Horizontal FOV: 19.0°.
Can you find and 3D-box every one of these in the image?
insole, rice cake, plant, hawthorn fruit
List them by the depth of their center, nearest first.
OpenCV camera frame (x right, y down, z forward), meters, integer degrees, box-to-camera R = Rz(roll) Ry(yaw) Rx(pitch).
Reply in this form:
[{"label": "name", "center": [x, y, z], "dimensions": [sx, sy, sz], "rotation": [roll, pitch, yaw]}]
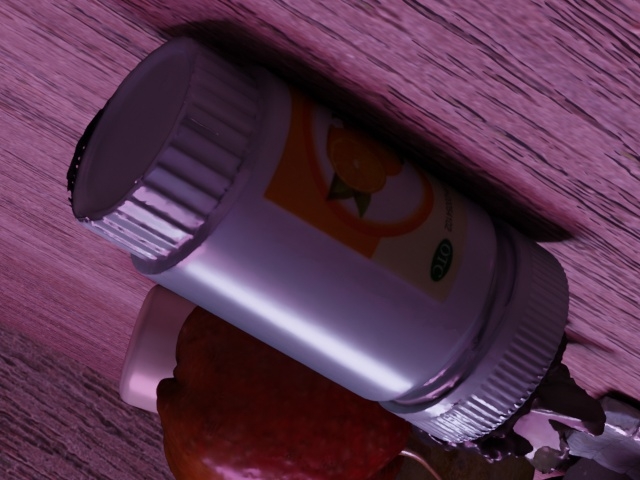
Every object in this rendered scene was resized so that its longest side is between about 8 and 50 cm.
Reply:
[{"label": "plant", "center": [0.132, 0.114, 1.581], "dimensions": [0.203, 0.131, 0.142], "rotation": [29, 165, -25]}, {"label": "rice cake", "center": [0.299, 0.193, 1.818], "dimensions": [0.124, 0.038, 0.211], "rotation": [25, 168, -2]}, {"label": "hawthorn fruit", "center": [-0.028, 0.152, 1.836], "dimensions": [0.262, 0.258, 0.258], "rotation": [-16, 154, 14]}, {"label": "insole", "center": [0.263, 0.286, 2.018], "dimensions": [0.011, 0.081, 0.248], "rotation": [1, 149, -29]}]

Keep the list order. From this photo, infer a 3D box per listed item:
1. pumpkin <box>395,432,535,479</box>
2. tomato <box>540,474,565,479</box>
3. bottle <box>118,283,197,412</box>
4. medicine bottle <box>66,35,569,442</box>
[{"label": "pumpkin", "center": [0.089, 0.224, 2.067], "dimensions": [0.332, 0.199, 0.332], "rotation": [27, 177, 2]}, {"label": "tomato", "center": [0.300, 0.382, 2.200], "dimensions": [0.270, 0.227, 0.270], "rotation": [1, 170, 0]}, {"label": "bottle", "center": [-0.104, 0.150, 2.230], "dimensions": [0.236, 0.147, 0.147], "rotation": [17, 168, 0]}, {"label": "medicine bottle", "center": [0.000, 0.000, 1.276], "dimensions": [0.318, 0.158, 0.158], "rotation": [30, 167, -26]}]
